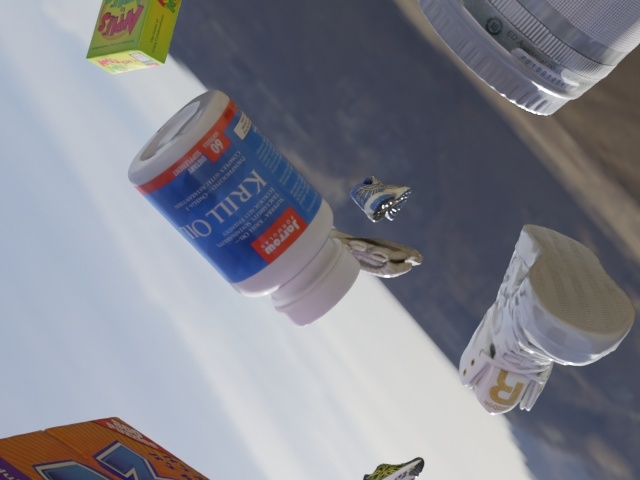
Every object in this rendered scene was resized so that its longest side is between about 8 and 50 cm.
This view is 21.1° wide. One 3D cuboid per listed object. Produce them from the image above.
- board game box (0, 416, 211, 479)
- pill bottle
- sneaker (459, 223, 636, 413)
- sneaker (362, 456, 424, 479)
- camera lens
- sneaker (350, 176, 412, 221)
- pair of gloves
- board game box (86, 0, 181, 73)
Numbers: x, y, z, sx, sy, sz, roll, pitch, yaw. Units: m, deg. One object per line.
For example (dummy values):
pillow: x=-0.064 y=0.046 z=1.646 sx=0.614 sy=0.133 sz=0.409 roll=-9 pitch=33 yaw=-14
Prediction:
board game box: x=-0.164 y=0.390 z=1.338 sx=0.356 sy=0.356 sz=0.356 roll=32 pitch=-175 yaw=11
pill bottle: x=-0.066 y=-0.025 z=1.624 sx=0.221 sy=0.124 sz=0.124 roll=46 pitch=-177 yaw=-17
sneaker: x=0.206 y=0.102 z=1.602 sx=0.108 sy=0.169 sz=0.292 roll=22 pitch=-166 yaw=-2
sneaker: x=0.086 y=0.281 z=2.082 sx=0.035 sy=0.083 sz=0.031 roll=60 pitch=-179 yaw=37
camera lens: x=0.257 y=-0.289 z=1.716 sx=0.219 sy=0.274 sz=0.219 roll=35 pitch=-155 yaw=-19
sneaker: x=0.079 y=-0.063 z=2.297 sx=0.058 sy=0.052 sz=0.135 roll=37 pitch=-167 yaw=14
pair of gloves: x=0.000 y=0.000 z=2.102 sx=0.240 sy=0.042 sz=0.204 roll=17 pitch=-176 yaw=11
board game box: x=-0.196 y=-0.281 z=1.919 sx=0.092 sy=0.181 sz=0.043 roll=-4 pitch=156 yaw=44
